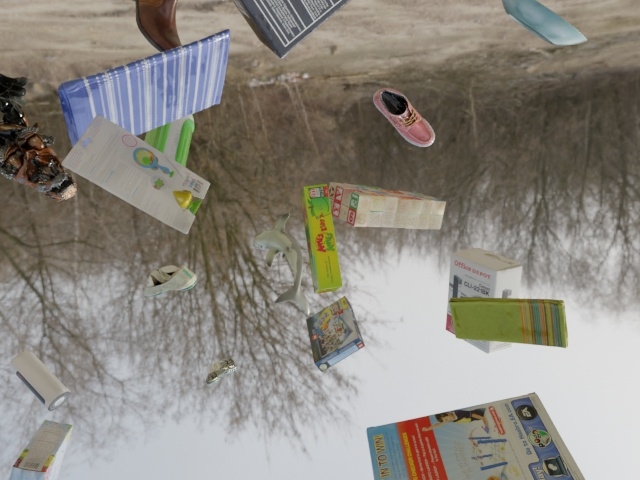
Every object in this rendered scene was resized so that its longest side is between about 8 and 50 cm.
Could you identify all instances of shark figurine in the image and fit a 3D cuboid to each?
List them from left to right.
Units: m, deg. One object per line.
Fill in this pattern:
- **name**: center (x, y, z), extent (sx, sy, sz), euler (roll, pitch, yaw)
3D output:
- **shark figurine**: center (-0.069, 0.047, 1.462), extent (0.116, 0.166, 0.278), euler (19, -152, -44)

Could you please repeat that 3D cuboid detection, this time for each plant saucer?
- **plant saucer**: center (0.403, -0.411, 1.029), extent (0.194, 0.037, 0.195), euler (28, -156, -14)

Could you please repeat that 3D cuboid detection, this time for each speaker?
- **speaker**: center (-0.606, 0.300, 1.190), extent (0.136, 0.055, 0.055), euler (40, -154, 12)
- **speaker**: center (-0.416, -0.234, 1.476), extent (0.131, 0.131, 0.297), euler (-3, -125, 5)

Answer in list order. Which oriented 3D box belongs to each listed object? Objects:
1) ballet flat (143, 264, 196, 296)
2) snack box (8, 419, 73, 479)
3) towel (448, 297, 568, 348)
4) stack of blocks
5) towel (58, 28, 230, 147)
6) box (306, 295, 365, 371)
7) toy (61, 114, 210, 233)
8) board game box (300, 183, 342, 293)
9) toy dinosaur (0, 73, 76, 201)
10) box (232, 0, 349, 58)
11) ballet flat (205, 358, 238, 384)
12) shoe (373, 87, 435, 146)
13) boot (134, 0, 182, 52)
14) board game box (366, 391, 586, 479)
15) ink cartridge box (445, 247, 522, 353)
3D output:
- **ballet flat**: center (-0.311, 0.075, 1.105), extent (0.168, 0.052, 0.057), euler (-13, -148, 38)
- **snack box**: center (-0.600, 0.506, 1.160), extent (0.070, 0.175, 0.207), euler (16, -175, -13)
- **towel**: center (0.387, 0.170, 1.150), extent (0.237, 0.102, 0.021), euler (-3, -164, 36)
- **stack of blocks**: center (0.186, -0.098, 1.586), extent (0.297, 0.087, 0.171), euler (2, -165, -28)
- **towel**: center (-0.341, -0.293, 1.096), extent (0.335, 0.040, 0.243), euler (-29, 171, -23)
- **box**: center (0.042, 0.292, 1.755), extent (0.159, 0.044, 0.233), euler (-33, -153, 9)
- **toy**: center (-0.333, -0.110, 1.011), extent (0.237, 0.137, 0.056), euler (29, 138, -18)
- **board game box**: center (0.000, 0.000, 0.989), extent (0.043, 0.182, 0.092), euler (-8, 171, -6)
- **toy dinosaur**: center (-0.608, -0.188, 1.038), extent (0.321, 0.165, 0.218), euler (15, 153, 4)
- **box**: center (-0.082, -0.638, 1.248), extent (0.294, 0.296, 0.183), euler (-38, -140, 3)
- **ballet flat**: center (-0.238, 0.304, 1.293), extent (0.041, 0.041, 0.114), euler (2, -174, 25)
- **shoe**: center (0.193, -0.278, 1.254), extent (0.063, 0.178, 0.081), euler (-48, -172, 9)
- **boot**: center (-0.334, -0.620, 1.349), extent (0.280, 0.264, 0.096), euler (-29, 171, 24)
- **board game box**: center (0.241, 0.397, 0.835), extent (0.301, 0.086, 0.308), euler (-13, -153, 4)
- **ink cartridge box**: center (0.503, 0.181, 1.717), extent (0.114, 0.273, 0.197), euler (-8, -162, -28)
